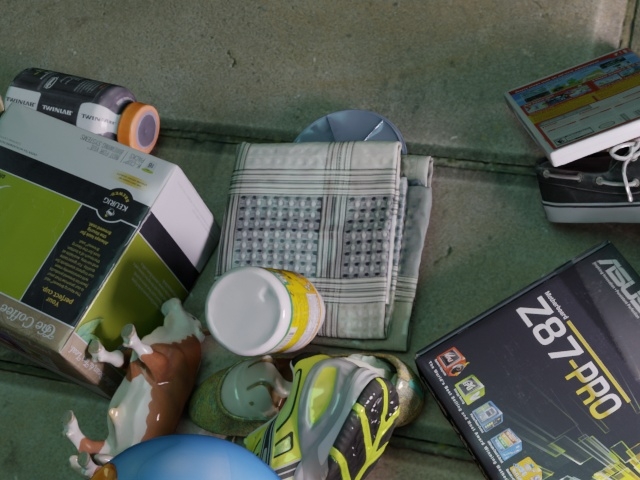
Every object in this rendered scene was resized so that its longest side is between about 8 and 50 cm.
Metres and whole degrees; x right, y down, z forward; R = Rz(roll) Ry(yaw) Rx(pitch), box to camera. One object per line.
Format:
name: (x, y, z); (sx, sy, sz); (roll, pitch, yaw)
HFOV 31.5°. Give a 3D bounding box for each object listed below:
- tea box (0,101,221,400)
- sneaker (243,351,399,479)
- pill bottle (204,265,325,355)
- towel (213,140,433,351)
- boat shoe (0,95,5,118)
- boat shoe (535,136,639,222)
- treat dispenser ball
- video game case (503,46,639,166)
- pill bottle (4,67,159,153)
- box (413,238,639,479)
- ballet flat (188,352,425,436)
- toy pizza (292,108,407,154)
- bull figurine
tea box: (-0.386, 0.016, 1.716); (0.329, 0.220, 0.324); (22, 70, 25)
sneaker: (-0.040, 0.325, 1.481); (0.147, 0.145, 0.385); (30, 92, 34)
pill bottle: (-0.065, 0.096, 1.544); (0.117, 0.208, 0.118); (-1, 86, 19)
towel: (0.000, 0.000, 1.686); (0.324, 0.056, 0.312); (3, 73, 17)
boat shoe: (-0.564, -0.181, 1.830); (0.113, 0.302, 0.103); (0, 60, -19)
boat shoe: (0.431, -0.092, 1.542); (0.113, 0.105, 0.306); (-33, 21, -37)
treat dispenser ball: (-0.155, 0.364, 1.285); (0.288, 0.288, 0.288); (-7, 62, 12)
video game case: (0.391, -0.198, 1.630); (0.204, 0.025, 0.285); (-20, 24, 5)
pill bottle: (-0.391, -0.204, 1.884); (0.245, 0.130, 0.130); (14, 68, 22)
box: (0.354, 0.235, 1.465); (0.318, 0.097, 0.395); (-29, 59, -4)
ballet flat: (-0.031, 0.204, 1.579); (0.348, 0.123, 0.123); (-2, 63, 15)
toy pizza: (0.039, -0.113, 1.771); (0.201, 0.032, 0.201); (-7, 64, 15)
bull figurine: (-0.253, 0.216, 1.602); (0.101, 0.188, 0.311); (1, 69, 36)
